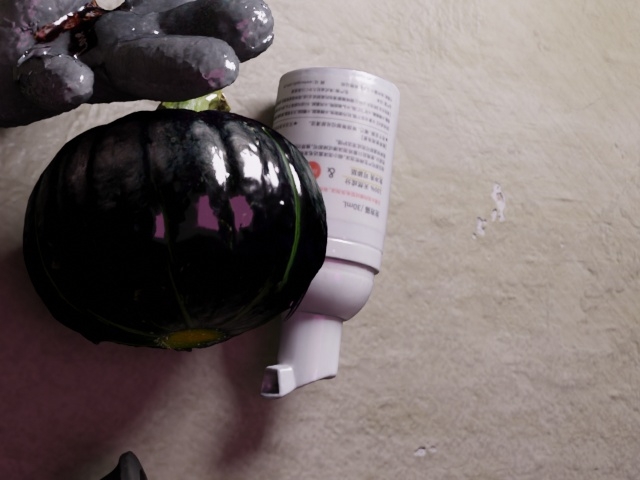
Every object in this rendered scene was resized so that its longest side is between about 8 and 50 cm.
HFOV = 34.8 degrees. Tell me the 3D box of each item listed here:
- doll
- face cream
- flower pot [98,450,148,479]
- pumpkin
[{"bbox_3d":[-0.213,-0.201,0.956,0.246,0.340,0.158,-52,131,-42],"label":"doll"},{"bbox_3d":[0.000,0.000,1.160,0.145,0.145,0.369,13,79,-29],"label":"face cream"},{"bbox_3d":[-0.218,0.345,0.953,0.166,0.269,0.269,-12,91,-8],"label":"flower pot"},{"bbox_3d":[-0.143,-0.036,0.995,0.296,0.296,0.295,4,82,-31],"label":"pumpkin"}]
